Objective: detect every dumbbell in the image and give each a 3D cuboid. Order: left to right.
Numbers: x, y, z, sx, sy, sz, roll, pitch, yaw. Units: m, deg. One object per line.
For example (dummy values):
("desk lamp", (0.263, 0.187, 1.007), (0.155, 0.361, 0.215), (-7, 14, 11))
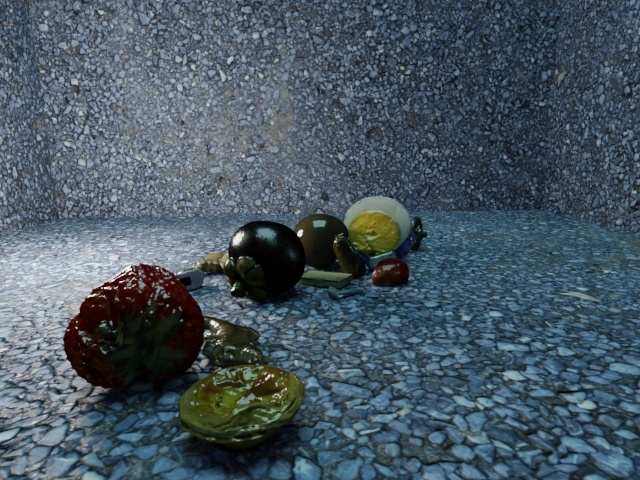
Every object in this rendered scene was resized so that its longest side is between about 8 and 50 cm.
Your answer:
("dumbbell", (0.368, -0.049, 2.305), (0.405, 0.179, 0.179), (6, 14, 30))

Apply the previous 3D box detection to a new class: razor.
("razor", (0.099, 0.189, 1.567), (0.134, 0.040, 0.068), (-1, 11, -34))

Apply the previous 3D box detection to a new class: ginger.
("ginger", (-0.470, 0.100, 1.921), (0.137, 0.074, 0.213), (-3, 7, 11))
("ginger", (-0.227, 0.267, 1.121), (0.165, 0.080, 0.333), (10, 0, -22))

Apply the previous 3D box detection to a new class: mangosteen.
("mangosteen", (-0.199, 0.078, 1.577), (0.299, 0.301, 0.300), (-1, 12, 0))

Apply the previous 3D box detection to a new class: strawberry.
("strawberry", (-0.445, 0.177, 1.044), (0.311, 0.268, 0.351), (-9, 32, -14))

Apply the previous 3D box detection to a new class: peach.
("peach", (0.276, 0.121, 1.720), (0.172, 0.093, 0.127), (-6, 16, -33))

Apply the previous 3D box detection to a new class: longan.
("longan", (0.000, 0.000, 1.941), (0.257, 0.258, 0.258), (-1, 12, 0))

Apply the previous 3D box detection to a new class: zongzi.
("zongzi", (0.130, 0.054, 1.849), (0.084, 0.187, 0.184), (-20, 0, 29))

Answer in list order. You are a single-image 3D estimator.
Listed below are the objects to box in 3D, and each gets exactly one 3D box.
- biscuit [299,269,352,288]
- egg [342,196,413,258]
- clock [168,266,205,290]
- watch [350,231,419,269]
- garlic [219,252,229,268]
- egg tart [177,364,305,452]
("biscuit", (0.016, 0.152, 1.719), (0.199, 0.041, 0.121), (4, 15, 29))
("egg", (0.269, -0.042, 2.097), (0.336, 0.338, 0.201), (0, -17, 6))
("clock", (-0.543, 0.149, 1.676), (0.176, 0.080, 0.117), (-12, 16, -37))
("watch", (0.237, 0.063, 1.782), (0.276, 0.068, 0.274), (-12, -17, -12))
("garlic", (-0.353, 0.105, 1.814), (0.101, 0.087, 0.195), (-2, 25, -30))
("egg tart", (-0.145, 0.315, 0.814), (0.240, 0.106, 0.241), (-3, 10, 1))
